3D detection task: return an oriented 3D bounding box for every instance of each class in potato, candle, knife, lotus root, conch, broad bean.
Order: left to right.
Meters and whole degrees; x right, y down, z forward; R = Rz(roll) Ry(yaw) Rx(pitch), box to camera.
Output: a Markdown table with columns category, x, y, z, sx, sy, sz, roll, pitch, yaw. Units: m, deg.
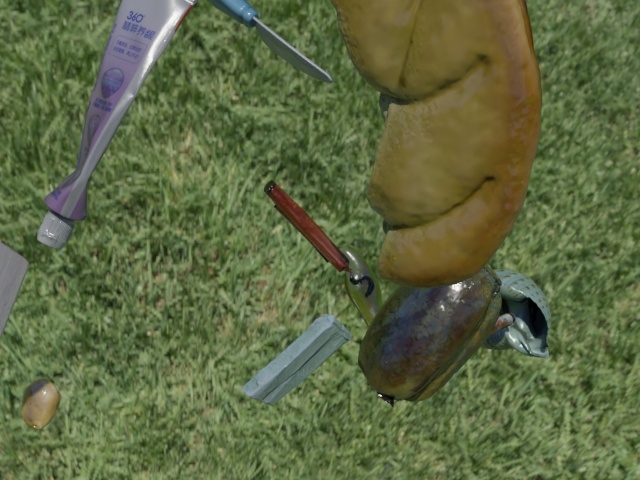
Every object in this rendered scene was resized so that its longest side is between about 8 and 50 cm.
| category | x | y | z | sx | sy | sz | roll | pitch | yaw |
| --- | --- | --- | --- | --- | --- | --- | --- | --- | --- |
| potato | -0.482 | 0.281 | 1.578 | 0.062 | 0.068 | 0.083 | 39 | 59 | -33 |
| knife | -0.072 | -0.274 | 1.209 | 0.244 | 0.058 | 0.032 | 42 | 72 | 14 |
| candle | 0.000 | -0.001 | 0.955 | 0.167 | 0.026 | 0.021 | 46 | 67 | -23 |
| broad bean | 0.121 | 0.154 | 2.027 | 0.075 | 0.067 | 0.325 | -29 | 88 | 1 |
| lotus root | 0.172 | 0.133 | 1.462 | 0.275 | 0.152 | 0.160 | -49 | 43 | 4 |
| conch | 0.345 | 0.128 | 1.683 | 0.200 | 0.172 | 0.131 | 26 | 33 | 15 |

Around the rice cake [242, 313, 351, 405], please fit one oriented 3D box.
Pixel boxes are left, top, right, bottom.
| category | x | y | z | sx | sy | sz | roll | pitch | yaw |
| --- | --- | --- | --- | --- | --- | --- | --- | --- | --- |
| rice cake | -0.044 | 0.233 | 1.763 | 0.226 | 0.085 | 0.040 | -41 | 47 | -2 |

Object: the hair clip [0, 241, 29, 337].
| category | x | y | z | sx | sy | sz | roll | pitch | yaw |
| --- | --- | --- | --- | --- | --- | --- | --- | --- | --- |
| hair clip | -0.356 | 0.150 | 0.781 | 0.101 | 0.085 | 0.330 | 6 | 65 | 28 |

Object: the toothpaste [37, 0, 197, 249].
| category | x | y | z | sx | sy | sz | roll | pitch | yaw |
| --- | --- | --- | --- | --- | --- | --- | --- | --- | --- |
| toothpaste | -0.218 | -0.133 | 0.940 | 0.075 | 0.048 | 0.300 | 26 | 92 | 38 |

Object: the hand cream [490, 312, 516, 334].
| category | x | y | z | sx | sy | sz | roll | pitch | yaw |
| --- | --- | --- | --- | --- | --- | --- | --- | --- | --- |
| hand cream | 0.298 | 0.149 | 1.584 | 0.102 | 0.035 | 0.022 | -18 | 41 | -35 |

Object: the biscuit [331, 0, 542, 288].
| category | x | y | z | sx | sy | sz | roll | pitch | yaw |
| --- | --- | --- | --- | --- | --- | --- | --- | --- | --- |
| biscuit | 0.092 | -0.101 | 0.705 | 0.154 | 0.299 | 0.045 | -3 | 20 | 28 |
